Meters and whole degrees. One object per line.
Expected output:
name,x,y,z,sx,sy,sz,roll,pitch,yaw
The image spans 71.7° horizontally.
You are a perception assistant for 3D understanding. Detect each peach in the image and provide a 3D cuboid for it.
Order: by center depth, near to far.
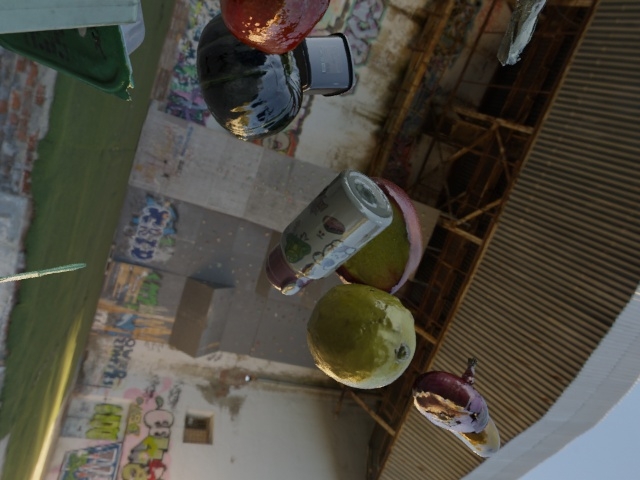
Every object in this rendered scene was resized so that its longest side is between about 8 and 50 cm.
peach,0.184,-0.011,1.538,0.310,0.335,0.406,-22,96,-73

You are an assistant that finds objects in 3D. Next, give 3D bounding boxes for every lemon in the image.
lemon,0.095,0.232,1.100,0.284,0.260,0.260,51,-55,47

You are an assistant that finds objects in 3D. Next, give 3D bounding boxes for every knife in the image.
knife,-0.610,0.070,0.971,0.030,0.207,0.014,-27,-96,26

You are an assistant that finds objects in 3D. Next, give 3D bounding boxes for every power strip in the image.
power strip,-0.312,-0.223,0.391,0.093,0.288,0.053,41,-45,18

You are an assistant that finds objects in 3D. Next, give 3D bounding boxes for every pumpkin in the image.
pumpkin,-0.182,-0.419,1.136,0.323,0.241,0.323,-6,90,-76

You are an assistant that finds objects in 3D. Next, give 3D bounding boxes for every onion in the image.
onion,0.259,0.283,0.843,0.140,0.150,0.150,-55,-170,-29

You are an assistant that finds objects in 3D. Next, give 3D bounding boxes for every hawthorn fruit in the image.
hawthorn fruit,-0.099,-0.451,0.836,0.253,0.205,0.205,-27,-129,54

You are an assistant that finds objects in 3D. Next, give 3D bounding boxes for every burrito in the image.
burrito,0.416,-0.463,0.873,0.058,0.063,0.229,-76,180,-59

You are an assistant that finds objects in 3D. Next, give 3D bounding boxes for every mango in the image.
mango,0.336,0.414,1.010,0.178,0.090,0.115,46,-23,17

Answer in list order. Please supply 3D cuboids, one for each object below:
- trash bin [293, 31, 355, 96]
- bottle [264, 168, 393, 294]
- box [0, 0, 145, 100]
trash bin,0.001,-0.619,1.571,0.182,0.290,0.209,3,-71,42
bottle,0.000,0.000,0.766,0.253,0.120,0.120,-44,-146,31
box,-0.399,-0.395,0.669,0.106,0.336,0.264,-55,164,-39
